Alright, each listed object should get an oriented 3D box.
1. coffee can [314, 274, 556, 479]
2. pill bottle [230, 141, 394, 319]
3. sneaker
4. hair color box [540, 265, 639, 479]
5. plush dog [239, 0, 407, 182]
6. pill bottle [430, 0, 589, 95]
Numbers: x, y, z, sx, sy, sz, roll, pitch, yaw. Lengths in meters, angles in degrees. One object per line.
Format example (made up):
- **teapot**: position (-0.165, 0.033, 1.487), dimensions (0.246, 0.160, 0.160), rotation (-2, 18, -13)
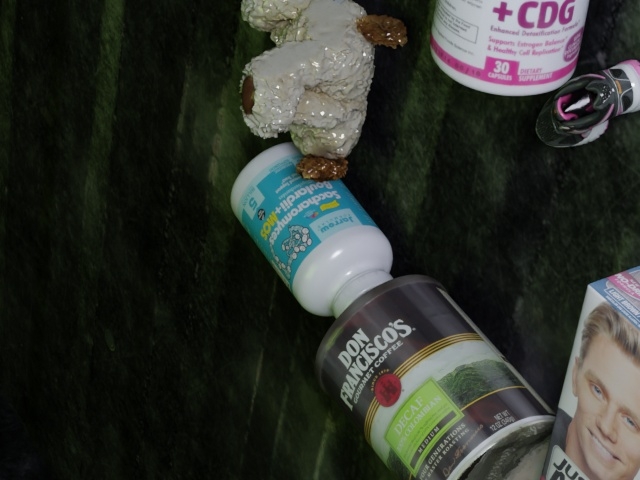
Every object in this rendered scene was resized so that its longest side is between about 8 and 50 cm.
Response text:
- **coffee can**: position (0.149, 0.203, 2.134), dimensions (0.275, 0.201, 0.201), rotation (49, 143, 36)
- **pill bottle**: position (0.000, 0.000, 2.346), dimensions (0.264, 0.146, 0.146), rotation (52, 145, 33)
- **sneaker**: position (0.271, -0.144, 1.859), dimensions (0.178, 0.077, 0.072), rotation (-39, 70, 61)
- **hair color box**: position (0.344, 0.214, 1.893), dimensions (0.174, 0.105, 0.347), rotation (45, 140, 40)
- **plush dog**: position (0.003, -0.203, 2.245), dimensions (0.225, 0.210, 0.262), rotation (89, 179, -53)
- **pill bottle**: position (0.207, -0.305, 1.798), dimensions (0.160, 0.160, 0.283), rotation (45, 141, 41)
